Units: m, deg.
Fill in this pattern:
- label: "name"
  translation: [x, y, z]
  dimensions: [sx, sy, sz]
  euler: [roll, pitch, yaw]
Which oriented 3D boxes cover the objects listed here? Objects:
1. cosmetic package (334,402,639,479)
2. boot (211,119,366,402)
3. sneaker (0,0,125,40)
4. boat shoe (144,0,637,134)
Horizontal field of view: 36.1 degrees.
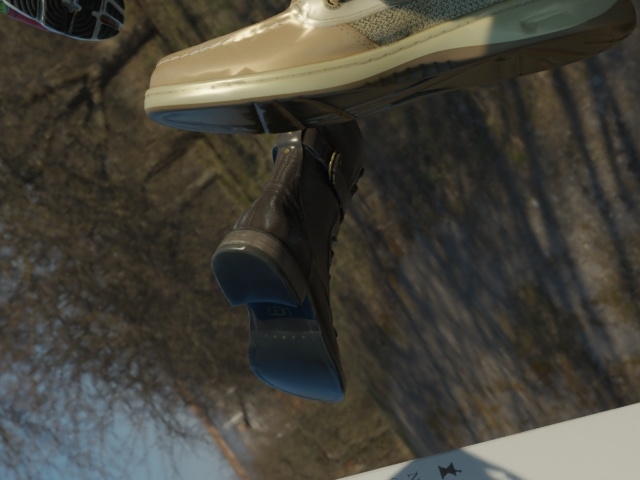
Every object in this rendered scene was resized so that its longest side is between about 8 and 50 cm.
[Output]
- label: "cosmetic package"
  translation: [0.219, 0.313, 0.969]
  dimensions: [0.156, 0.385, 0.217]
  euler: [75, 178, -51]
- label: "boot"
  translation: [0.000, 0.000, 0.909]
  dimensions: [0.091, 0.229, 0.263]
  euler: [6, 139, 21]
- label: "sneaker"
  translation: [-0.362, -0.302, 1.131]
  dimensions: [0.279, 0.107, 0.118]
  euler: [16, 173, -24]
- label: "boat shoe"
  translation: [0.038, -0.153, 0.691]
  dimensions: [0.121, 0.341, 0.110]
  euler: [35, -137, -84]
